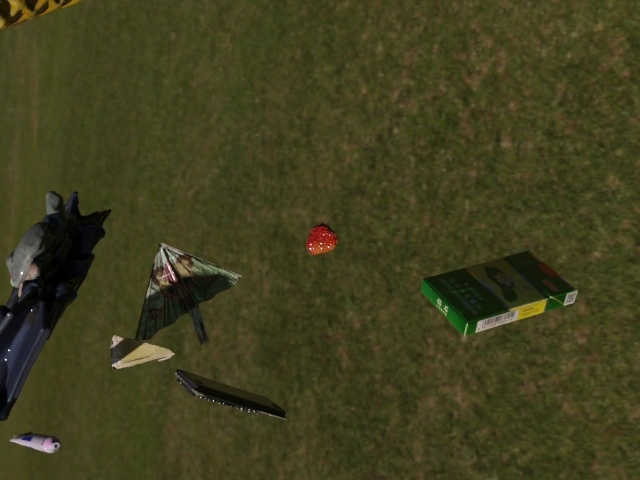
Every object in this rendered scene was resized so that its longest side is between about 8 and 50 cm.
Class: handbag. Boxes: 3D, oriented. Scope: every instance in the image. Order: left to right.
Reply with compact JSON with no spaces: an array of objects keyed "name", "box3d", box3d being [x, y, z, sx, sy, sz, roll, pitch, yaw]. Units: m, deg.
[{"name":"handbag","box3d":[-0.428,0.077,1.308,0.269,0.118,0.325,-52,19,28]}]

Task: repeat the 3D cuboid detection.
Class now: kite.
[{"name":"kite","box3d":[-0.325,0.125,2.052,0.013,0.323,0.268,-3,116,53]}]

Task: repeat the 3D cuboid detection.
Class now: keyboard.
[{"name":"keyboard","box3d":[-0.163,0.288,1.607,0.094,0.230,0.025,28,91,50]}]

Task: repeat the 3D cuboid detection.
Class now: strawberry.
[{"name":"strawberry","box3d":[0.000,0.000,2.089,0.073,0.083,0.073,15,122,24]}]

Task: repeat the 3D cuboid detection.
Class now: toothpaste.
[{"name":"toothpaste","box3d":[-0.489,0.347,1.507,0.170,0.045,0.028,-8,94,51]}]

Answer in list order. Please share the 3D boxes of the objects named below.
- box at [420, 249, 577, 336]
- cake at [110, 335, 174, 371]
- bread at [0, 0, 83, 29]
[{"name":"box","box3d":[0.303,0.085,1.475,0.132,0.235,0.034,49,142,46]},{"name":"cake","box3d":[-0.352,0.216,1.720,0.052,0.121,0.065,103,157,-67]},{"name":"bread","box3d":[-0.357,-0.335,1.138,0.084,0.367,0.077,38,130,10]}]
